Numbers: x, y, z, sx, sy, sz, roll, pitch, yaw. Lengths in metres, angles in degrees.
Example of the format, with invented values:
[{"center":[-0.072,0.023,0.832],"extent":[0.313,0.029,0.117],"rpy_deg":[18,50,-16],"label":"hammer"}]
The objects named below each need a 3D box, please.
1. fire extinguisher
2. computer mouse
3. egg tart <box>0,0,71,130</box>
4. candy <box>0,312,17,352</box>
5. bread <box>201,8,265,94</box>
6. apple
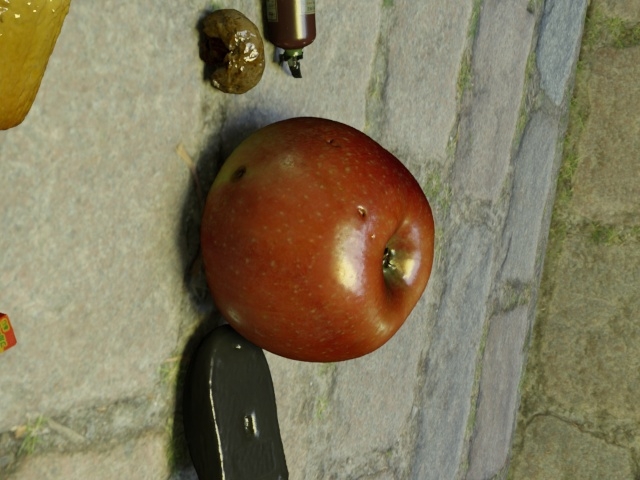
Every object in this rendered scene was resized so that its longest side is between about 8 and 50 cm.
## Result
[{"center":[-0.040,-0.344,1.121],"extent":[0.099,0.071,0.231],"rpy_deg":[-74,163,-66],"label":"fire extinguisher"},{"center":[-0.131,0.256,1.115],"extent":[0.137,0.086,0.270],"rpy_deg":[-7,85,-48],"label":"computer mouse"},{"center":[-0.318,-0.182,0.650],"extent":[0.202,0.202,0.147],"rpy_deg":[-7,120,-56],"label":"egg tart"},{"center":[-0.366,0.107,0.756],"extent":[0.122,0.062,0.038],"rpy_deg":[-34,125,-47],"label":"candy"},{"center":[-0.115,-0.245,1.019],"extent":[0.060,0.082,0.113],"rpy_deg":[-34,124,-44],"label":"bread"},{"center":[0.000,0.000,1.087],"extent":[0.348,0.277,0.348],"rpy_deg":[-22,117,-52],"label":"apple"}]
